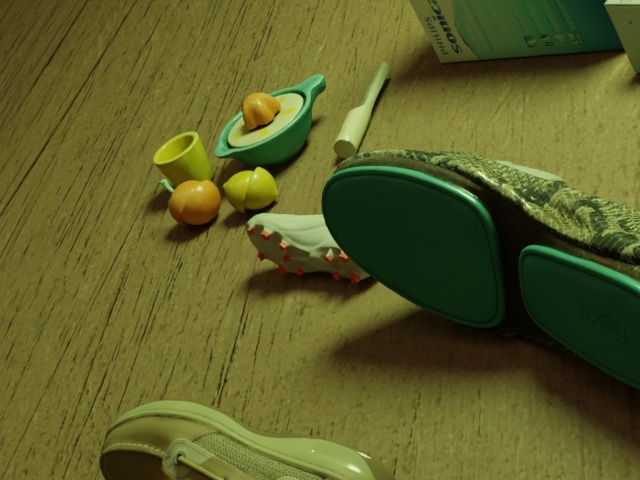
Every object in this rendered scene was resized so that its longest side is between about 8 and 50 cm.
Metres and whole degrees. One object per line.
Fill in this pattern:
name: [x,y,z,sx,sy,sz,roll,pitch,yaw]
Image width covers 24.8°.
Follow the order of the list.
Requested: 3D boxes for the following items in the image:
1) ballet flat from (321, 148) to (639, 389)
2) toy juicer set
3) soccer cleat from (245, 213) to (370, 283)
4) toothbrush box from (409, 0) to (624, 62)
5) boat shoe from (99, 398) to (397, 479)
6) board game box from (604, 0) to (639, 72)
ballet flat: [0.206,0.010,1.287,0.182,0.164,0.482,-22,26,-30]
toy juicer set: [-0.064,-0.129,1.824,0.329,0.089,0.209,-25,28,11]
soccer cleat: [0.000,0.000,1.579,0.196,0.068,0.076,12,45,44]
toothbrush box: [0.234,-0.338,1.728,0.295,0.216,0.126,1,41,48]
boat shoe: [-0.086,0.219,1.237,0.341,0.122,0.110,1,41,44]
board game box: [0.482,-0.305,1.551,0.303,0.097,0.224,-45,30,-25]
